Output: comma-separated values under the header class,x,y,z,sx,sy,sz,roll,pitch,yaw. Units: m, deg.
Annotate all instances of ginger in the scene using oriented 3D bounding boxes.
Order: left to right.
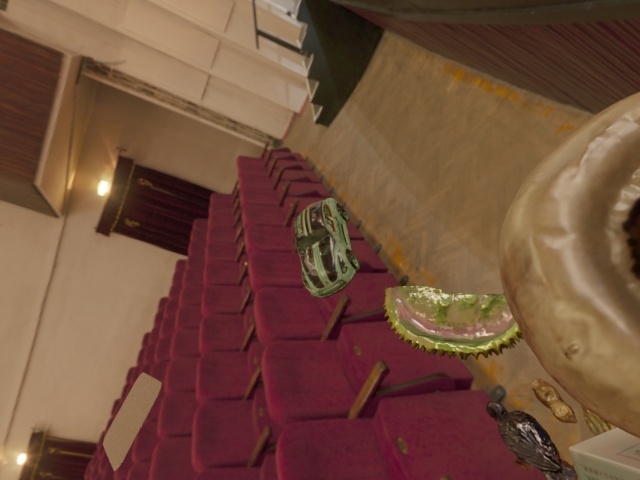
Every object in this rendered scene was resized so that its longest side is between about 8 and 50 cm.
class,x,y,z,sx,sy,sz,roll,pitch,yaw
ginger,0.648,0.448,1.217,0.059,0.214,0.133,-40,66,11

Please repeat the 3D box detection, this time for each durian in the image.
class,x,y,z,sx,sy,sz,roll,pitch,yaw
durian,0.322,0.193,1.053,0.158,0.351,0.169,-10,-80,-72

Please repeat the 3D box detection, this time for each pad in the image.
class,x,y,z,sx,sy,sz,roll,pitch,yaw
pad,-0.415,0.382,0.951,0.266,0.002,0.176,-17,44,57

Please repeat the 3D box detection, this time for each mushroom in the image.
class,x,y,z,sx,sy,sz,roll,pitch,yaw
mushroom,0.266,-0.006,0.278,0.292,0.290,0.293,-9,63,18

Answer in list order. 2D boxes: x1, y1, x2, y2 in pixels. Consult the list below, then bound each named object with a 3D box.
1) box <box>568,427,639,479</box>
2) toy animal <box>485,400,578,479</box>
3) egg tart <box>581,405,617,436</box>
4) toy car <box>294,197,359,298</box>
class,x,y,z,sx,sy,sz,roll,pitch,yaw
box,0.393,0.246,0.418,0.269,0.135,0.079,127,127,-73
toy animal,0.602,0.591,1.272,0.298,0.122,0.186,-137,22,-74
egg tart,0.906,0.488,1.248,0.118,0.288,0.288,54,-134,-65
toy car,0.000,0.000,1.113,0.136,0.125,0.306,-29,39,20
